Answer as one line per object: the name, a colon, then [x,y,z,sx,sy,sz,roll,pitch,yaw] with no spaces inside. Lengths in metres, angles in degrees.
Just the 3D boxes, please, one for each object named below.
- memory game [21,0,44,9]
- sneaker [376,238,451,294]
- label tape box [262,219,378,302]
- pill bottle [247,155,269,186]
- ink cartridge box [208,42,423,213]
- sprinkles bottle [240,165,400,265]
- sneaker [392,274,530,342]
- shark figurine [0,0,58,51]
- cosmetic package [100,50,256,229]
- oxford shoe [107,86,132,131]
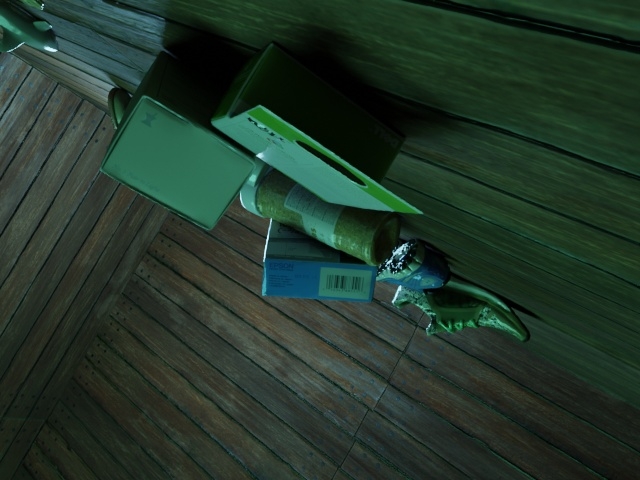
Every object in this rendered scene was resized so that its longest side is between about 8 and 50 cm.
memory game: [-0.600,-0.488,1.088,0.186,0.012,0.186,30,178,1]
sneaker: [0.234,0.081,1.486,0.147,0.129,0.330,33,177,-6]
label tape box: [0.000,0.000,1.372,0.241,0.105,0.333,4,-149,-1]
pill bottle: [-0.194,-0.189,1.065,0.221,0.124,0.124,31,177,-1]
ink cartridge box: [0.002,-0.118,0.625,0.189,0.097,0.255,32,176,-21]
sprinkles bottle: [-0.007,-0.063,1.252,0.355,0.121,0.121,24,175,31]
sneaker: [0.372,0.200,1.622,0.410,0.182,0.158,28,176,35]
shark figurine: [-0.727,-0.493,1.329,0.278,0.116,0.166,30,177,-37]
cosmetic package: [-0.193,-0.155,0.832,0.160,0.113,0.309,31,-162,-22]
oxford shoe: [-0.542,-0.334,1.853,0.130,0.123,0.348,-4,138,18]
